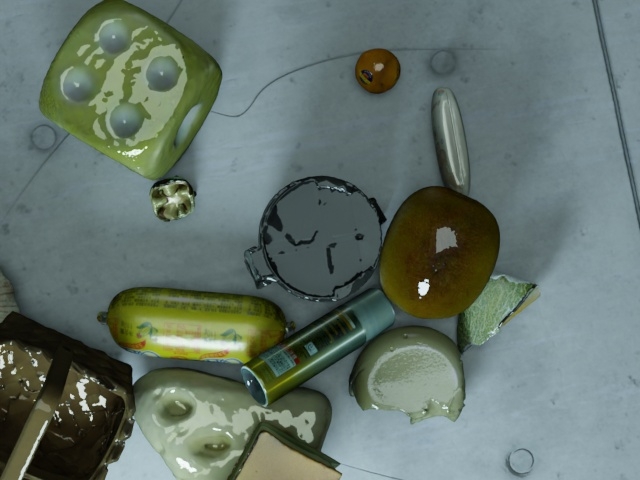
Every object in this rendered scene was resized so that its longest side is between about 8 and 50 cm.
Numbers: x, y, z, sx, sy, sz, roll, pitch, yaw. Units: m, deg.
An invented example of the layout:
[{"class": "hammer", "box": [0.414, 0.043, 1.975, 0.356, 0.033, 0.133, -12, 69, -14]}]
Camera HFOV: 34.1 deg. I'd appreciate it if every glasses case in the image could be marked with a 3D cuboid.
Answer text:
[{"class": "glasses case", "box": [0.232, -0.172, 1.865, 0.051, 0.081, 0.204, -9, 86, -4]}]

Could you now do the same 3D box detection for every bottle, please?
[{"class": "bottle", "box": [0.000, 0.179, 1.796, 0.286, 0.082, 0.082, -30, 89, -25]}]

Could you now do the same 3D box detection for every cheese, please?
[{"class": "cheese", "box": [0.149, 0.239, 1.844, 0.203, 0.091, 0.175, -6, 88, 0]}, {"class": "cheese", "box": [-0.174, 0.399, 1.808, 0.351, 0.129, 0.328, 10, 86, -3]}]

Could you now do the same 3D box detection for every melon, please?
[{"class": "melon", "box": [0.302, 0.109, 1.865, 0.202, 0.093, 0.139, -46, 60, 25]}]

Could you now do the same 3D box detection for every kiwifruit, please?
[{"class": "kiwifruit", "box": [0.200, 0.027, 1.800, 0.196, 0.196, 0.234, 27, 110, 0]}]

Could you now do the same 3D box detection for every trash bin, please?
[{"class": "trash bin", "box": [0.000, 0.000, 1.743, 0.252, 0.301, 0.203, -27, 88, -1]}]

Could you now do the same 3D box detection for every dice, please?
[{"class": "dice", "box": [-0.321, -0.257, 1.787, 0.233, 0.227, 0.238, 31, 89, 2]}]

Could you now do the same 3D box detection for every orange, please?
[{"class": "orange", "box": [0.102, -0.303, 1.868, 0.084, 0.083, 0.083, 0, 88, -1]}]

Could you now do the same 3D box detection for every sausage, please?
[{"class": "sausage", "box": [-0.217, 0.148, 1.822, 0.347, 0.123, 0.123, 4, 88, -1]}]

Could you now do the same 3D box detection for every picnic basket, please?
[{"class": "picnic basket", "box": [-0.456, 0.290, 1.689, 0.291, 0.321, 0.254, 26, 101, -11]}]

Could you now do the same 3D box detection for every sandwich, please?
[{"class": "sandwich", "box": [-0.071, 0.436, 1.698, 0.186, 0.108, 0.220, 30, 87, -2]}]

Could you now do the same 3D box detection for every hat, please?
[{"class": "hat", "box": [-0.262, -0.077, 1.864, 0.077, 0.059, 0.076, -13, 104, 4]}]

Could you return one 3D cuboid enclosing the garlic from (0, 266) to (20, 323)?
[{"class": "garlic", "box": [-0.627, 0.119, 1.767, 0.199, 0.226, 0.199, 0, 92, -4]}]
